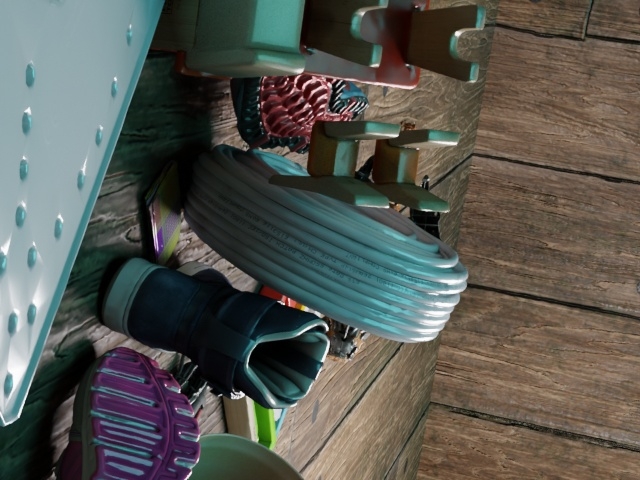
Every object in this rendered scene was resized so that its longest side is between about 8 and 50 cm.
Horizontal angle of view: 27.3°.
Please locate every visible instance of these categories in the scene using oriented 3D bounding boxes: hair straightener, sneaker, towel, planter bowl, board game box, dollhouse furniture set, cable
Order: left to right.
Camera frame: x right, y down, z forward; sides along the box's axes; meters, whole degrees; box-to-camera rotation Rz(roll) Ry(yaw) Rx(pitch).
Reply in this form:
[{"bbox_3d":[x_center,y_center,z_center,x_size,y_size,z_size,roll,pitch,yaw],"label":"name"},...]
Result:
[{"bbox_3d":[-0.155,-0.176,0.632,0.390,0.050,0.390,86,11,-48],"label":"board game box"},{"bbox_3d":[-0.162,0.195,0.961,0.103,0.111,0.252,31,44,-33],"label":"sneaker"},{"bbox_3d":[-0.129,-0.020,1.086,0.060,0.009,0.083,-67,163,-45],"label":"towel"},{"bbox_3d":[-0.123,0.156,1.178,0.230,0.047,0.089,-57,155,-60],"label":"hair straightener"},{"bbox_3d":[-0.092,0.276,1.232,0.109,0.162,0.162,-55,-179,31],"label":"planter bowl"},{"bbox_3d":[-0.066,0.077,1.084,0.226,0.163,0.086,12,98,-77],"label":"sneaker"},{"bbox_3d":[-0.044,-0.149,1.155,0.104,0.125,0.262,-39,171,5],"label":"sneaker"},{"bbox_3d":[-0.002,-0.164,0.982,0.259,0.135,0.262,1,98,-48],"label":"dollhouse furniture set"},{"bbox_3d":[0.000,0.000,1.134,0.257,0.257,0.089,18,101,-47],"label":"cable"}]

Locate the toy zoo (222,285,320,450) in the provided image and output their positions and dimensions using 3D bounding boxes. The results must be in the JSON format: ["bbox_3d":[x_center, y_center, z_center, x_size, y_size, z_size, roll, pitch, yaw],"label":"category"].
[{"bbox_3d":[-0.045,0.112,1.522,0.192,0.030,0.293,87,19,-48],"label":"toy zoo"}]

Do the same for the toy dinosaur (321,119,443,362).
[{"bbox_3d":[0.061,-0.008,1.731,0.218,0.164,0.322,109,-22,-73],"label":"toy dinosaur"}]
